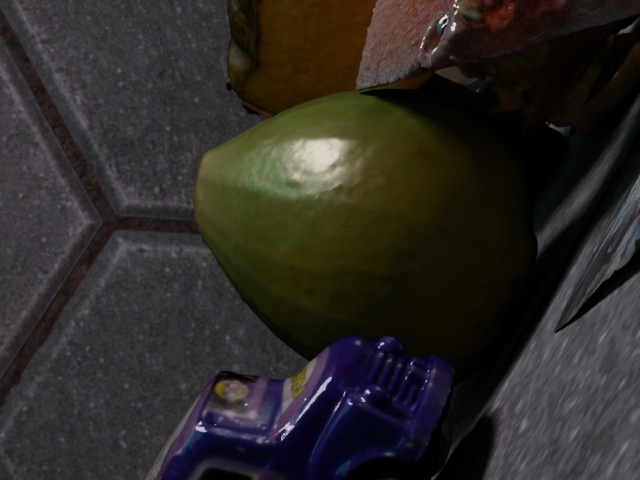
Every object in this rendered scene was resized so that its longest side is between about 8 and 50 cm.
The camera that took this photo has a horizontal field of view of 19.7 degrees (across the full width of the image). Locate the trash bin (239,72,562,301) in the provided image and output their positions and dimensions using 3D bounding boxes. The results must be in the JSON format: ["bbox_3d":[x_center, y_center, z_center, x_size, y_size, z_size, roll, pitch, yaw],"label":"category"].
[{"bbox_3d":[0.056,-0.029,1.576,0.219,0.220,0.250,-49,-15,-89],"label":"trash bin"}]

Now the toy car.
[{"bbox_3d":[-0.020,0.153,1.098,0.235,0.158,0.172,-58,2,14],"label":"toy car"}]

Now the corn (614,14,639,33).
[{"bbox_3d":[0.270,-0.252,1.436,0.086,0.086,0.288,-59,1,-32],"label":"corn"}]

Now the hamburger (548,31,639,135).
[{"bbox_3d":[0.207,-0.115,1.358,0.076,0.044,0.083,-57,-2,-33],"label":"hamburger"}]

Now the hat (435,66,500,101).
[{"bbox_3d":[0.145,-0.115,1.950,0.366,0.257,0.382,-32,-29,16],"label":"hat"}]

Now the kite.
[{"bbox_3d":[0.197,-0.049,0.962,0.169,0.015,0.310,-57,1,-16],"label":"kite"}]

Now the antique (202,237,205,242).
[{"bbox_3d":[0.000,0.000,1.728,0.143,0.257,0.121,-56,12,-1],"label":"antique"}]

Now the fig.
[{"bbox_3d":[0.038,-0.007,1.248,0.207,0.230,0.207,-21,-59,-41],"label":"fig"}]

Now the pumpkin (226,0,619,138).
[{"bbox_3d":[0.081,-0.209,1.398,0.303,0.256,0.225,-20,-23,-32],"label":"pumpkin"}]

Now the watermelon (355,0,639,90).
[{"bbox_3d":[0.135,-0.172,1.188,0.257,0.139,0.193,-23,-1,-8],"label":"watermelon"}]
